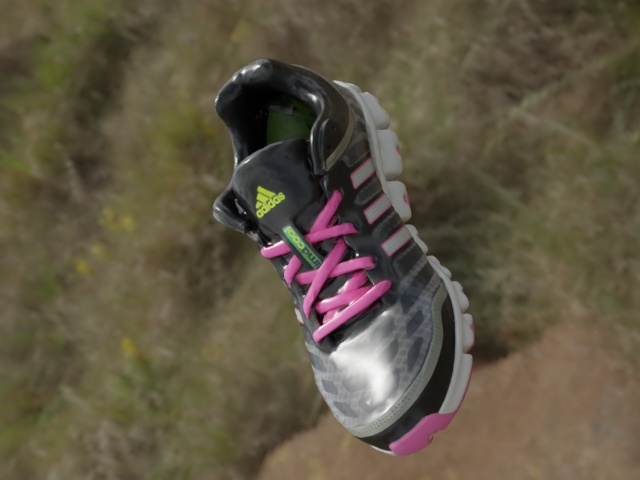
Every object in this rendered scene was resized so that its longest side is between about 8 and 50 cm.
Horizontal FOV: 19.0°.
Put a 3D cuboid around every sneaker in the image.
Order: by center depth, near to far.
[{"bbox_3d":[0.000,0.000,0.679,0.063,0.075,0.170,-36,49,26],"label":"sneaker"}]
